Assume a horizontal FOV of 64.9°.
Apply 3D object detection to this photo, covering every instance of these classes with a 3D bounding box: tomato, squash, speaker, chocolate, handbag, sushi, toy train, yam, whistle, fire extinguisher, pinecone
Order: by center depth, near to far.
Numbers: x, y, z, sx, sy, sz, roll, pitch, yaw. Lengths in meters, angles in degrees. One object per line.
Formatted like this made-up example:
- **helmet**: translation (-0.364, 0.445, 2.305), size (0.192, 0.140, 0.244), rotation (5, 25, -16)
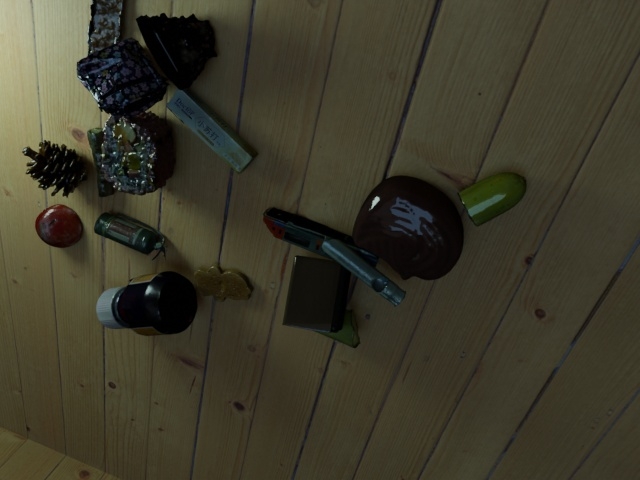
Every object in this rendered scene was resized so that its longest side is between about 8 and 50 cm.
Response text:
- **squash**: translation (0.492, -0.129, 1.426), size (0.186, 0.123, 0.123), rotation (-32, 104, 26)
- **chocolate**: translation (-0.399, -0.583, 1.483), size (0.177, 0.206, 0.224), rotation (-35, 120, -15)
- **handbag**: translation (-0.595, -0.485, 1.532), size (0.208, 0.228, 0.127), rotation (57, 160, 1)
- **chocolate**: translation (-0.666, -0.638, 1.564), size (0.102, 0.065, 0.330), rotation (14, 123, -11)
- **whistle**: translation (0.133, 0.092, 1.586), size (0.312, 0.062, 0.062), rotation (38, 122, -4)
- **sushi**: translation (-0.602, -0.295, 1.660), size (0.236, 0.171, 0.270), rotation (16, 118, 10)
- **toy train**: translation (0.000, 0.000, 1.668), size (0.409, 0.086, 0.089), rotation (20, 122, 7)
- **speaker**: translation (-0.012, 0.181, 1.672), size (0.192, 0.153, 0.231), rotation (8, 82, 15)
- **pinecone**: translation (-0.947, -0.260, 1.791), size (0.212, 0.169, 0.186), rotation (37, 108, -18)
- **yam**: translation (-0.778, -0.271, 1.793), size (0.061, 0.061, 0.253), rotation (10, 120, 13)
- **squash**: translation (0.017, 0.279, 1.812), size (0.287, 0.137, 0.137), rotation (15, 121, 26)
- **fire extinguisher**: translation (-0.692, -0.014, 1.882), size (0.294, 0.118, 0.093), rotation (22, 156, 6)
- **tomato**: translation (-1.039, -0.044, 1.974), size (0.189, 0.099, 0.173), rotation (-20, 107, 24)

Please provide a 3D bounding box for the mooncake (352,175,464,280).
- **mooncake**: translation (0.254, -0.031, 1.523), size (0.333, 0.174, 0.326), rotation (-13, 114, 23)

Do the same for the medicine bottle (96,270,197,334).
- **medicine bottle**: translation (-0.683, 0.243, 1.938), size (0.394, 0.242, 0.243), rotation (-4, 116, 30)

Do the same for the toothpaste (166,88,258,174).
- **toothpaste**: translation (-0.343, -0.352, 1.606), size (0.313, 0.071, 0.089), rotation (44, 117, -7)

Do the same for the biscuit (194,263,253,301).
- **biscuit**: translation (-0.364, 0.162, 1.901), size (0.225, 0.036, 0.166), rotation (2, 118, 14)
